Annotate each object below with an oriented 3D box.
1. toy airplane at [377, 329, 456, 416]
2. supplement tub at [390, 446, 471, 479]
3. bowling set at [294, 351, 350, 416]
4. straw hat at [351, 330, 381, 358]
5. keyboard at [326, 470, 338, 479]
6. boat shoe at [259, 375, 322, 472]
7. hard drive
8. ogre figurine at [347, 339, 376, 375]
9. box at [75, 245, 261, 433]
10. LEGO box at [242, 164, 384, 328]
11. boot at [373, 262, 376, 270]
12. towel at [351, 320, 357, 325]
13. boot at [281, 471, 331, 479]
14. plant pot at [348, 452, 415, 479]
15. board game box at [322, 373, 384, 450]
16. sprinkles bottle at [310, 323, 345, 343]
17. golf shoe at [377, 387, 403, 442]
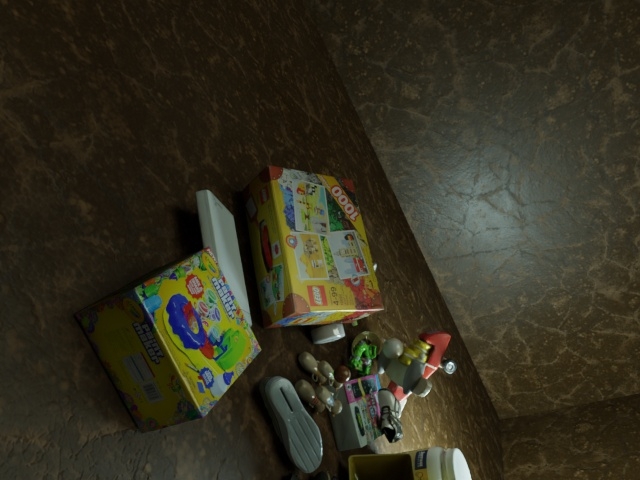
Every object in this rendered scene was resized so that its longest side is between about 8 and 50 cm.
[{"bbox_3d":[0.337,0.532,2.018,0.272,0.386,0.384,51,37,-8],"label":"toy airplane"},{"bbox_3d":[0.377,0.895,1.798,0.228,0.316,0.228,46,32,-40],"label":"supplement tub"},{"bbox_3d":[0.026,0.489,1.561,0.154,0.200,0.287,54,32,-32],"label":"bowling set"},{"bbox_3d":[0.180,0.442,2.071,0.144,0.144,0.061,58,-15,-23],"label":"straw hat"},{"bbox_3d":[0.030,0.838,1.470,0.317,0.033,0.201,-14,83,-67],"label":"keyboard"},{"bbox_3d":[-0.084,0.522,1.407,0.109,0.094,0.302,-24,98,-29],"label":"boat shoe"},{"bbox_3d":[-0.271,0.060,1.378,0.233,0.047,0.353,64,11,-71],"label":"hard drive"},{"bbox_3d":[0.176,0.479,1.977,0.197,0.097,0.118,35,64,-36],"label":"ogre figurine"},{"bbox_3d":[-0.319,0.207,1.084,0.290,0.177,0.279,65,23,-8],"label":"box"},{"bbox_3d":[-0.031,0.028,1.665,0.372,0.193,0.500,4,64,-37],"label":"LEGO box"},{"bbox_3d":[0.242,0.183,2.434,0.190,0.069,0.086,-41,115,-57],"label":"boot"},{"bbox_3d":[0.140,0.335,2.147,0.060,0.009,0.083,1,70,-65],"label":"towel"},{"bbox_3d":[-0.043,0.695,1.390,0.137,0.077,0.198,61,23,-4],"label":"boot"},{"bbox_3d":[0.207,0.850,1.598,0.212,0.212,0.187,-89,173,-53],"label":"plant pot"},{"bbox_3d":[0.141,0.625,1.803,0.303,0.097,0.224,17,55,-62],"label":"board game box"},{"bbox_3d":[-0.008,0.198,1.811,0.121,0.121,0.355,19,54,-60],"label":"sprinkles bottle"},{"bbox_3d":[0.255,0.652,1.809,0.094,0.077,0.198,1,69,-64],"label":"golf shoe"}]
